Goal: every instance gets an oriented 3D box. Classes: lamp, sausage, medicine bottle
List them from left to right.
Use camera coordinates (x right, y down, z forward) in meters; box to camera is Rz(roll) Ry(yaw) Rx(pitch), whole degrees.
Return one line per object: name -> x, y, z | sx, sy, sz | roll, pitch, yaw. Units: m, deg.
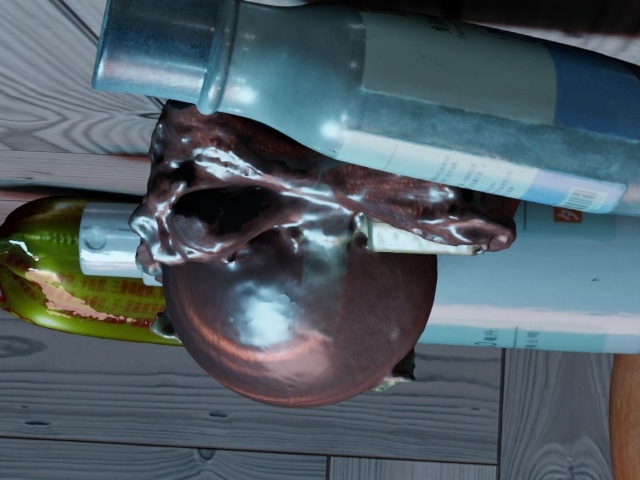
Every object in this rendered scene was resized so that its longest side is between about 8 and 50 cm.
sausage -> -0.159, 0.025, 1.392 | 0.317, 0.117, 0.125 | 6, -176, -33
lamp -> 0.000, 0.012, 0.924 | 0.215, 0.151, 0.223 | -2, 173, 7
medicine bottle -> 0.029, 0.007, 1.079 | 0.351, 0.110, 0.110 | 3, 176, 4
medicine bottle -> 0.028, -0.052, 0.600 | 0.208, 0.054, 0.090 | 11, -165, -10

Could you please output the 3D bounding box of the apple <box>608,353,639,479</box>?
apple -> 0.366, 0.138, 1.155 | 0.363, 0.364, 0.364 | 3, 176, 0
